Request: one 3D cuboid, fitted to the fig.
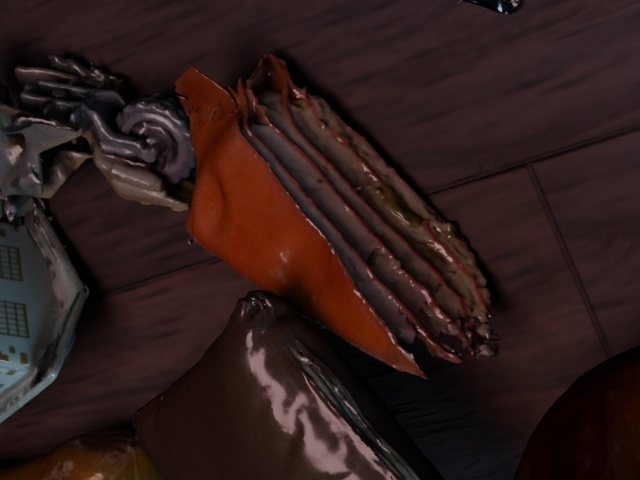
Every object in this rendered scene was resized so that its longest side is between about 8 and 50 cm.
[{"bbox_3d":[0.222,0.177,1.197,0.235,0.214,0.235,44,146,42],"label":"fig"}]

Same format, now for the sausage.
[{"bbox_3d":[-0.228,0.219,1.615,0.270,0.109,0.109,-22,97,42],"label":"sausage"}]

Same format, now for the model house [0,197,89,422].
[{"bbox_3d":[-0.333,0.069,1.545,0.224,0.215,0.198,-36,56,41],"label":"model house"}]

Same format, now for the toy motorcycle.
[{"bbox_3d":[-0.190,-0.066,1.461,0.229,0.094,0.130,11,123,18],"label":"toy motorcycle"}]

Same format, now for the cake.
[{"bbox_3d":[0.004,-0.002,1.339,0.287,0.098,0.135,45,130,17],"label":"cake"}]

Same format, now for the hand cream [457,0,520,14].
[{"bbox_3d":[0.009,-0.230,1.251,0.270,0.061,0.120,19,123,23],"label":"hand cream"}]

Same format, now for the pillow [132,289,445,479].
[{"bbox_3d":[0.006,0.198,1.392,0.308,0.108,0.305,49,151,3],"label":"pillow"}]
